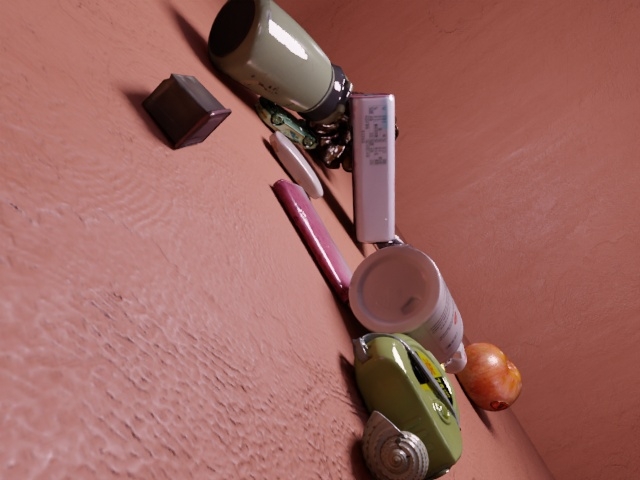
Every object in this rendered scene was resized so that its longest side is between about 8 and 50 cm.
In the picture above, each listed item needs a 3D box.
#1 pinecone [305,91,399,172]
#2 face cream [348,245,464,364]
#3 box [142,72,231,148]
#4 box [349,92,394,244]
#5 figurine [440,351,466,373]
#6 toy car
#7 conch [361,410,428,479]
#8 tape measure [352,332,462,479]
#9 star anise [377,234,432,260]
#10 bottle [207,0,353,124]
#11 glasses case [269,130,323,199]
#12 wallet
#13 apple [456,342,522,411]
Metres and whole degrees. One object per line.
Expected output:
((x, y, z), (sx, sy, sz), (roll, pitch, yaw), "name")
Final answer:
((0.086, -0.330, 1.349), (0.296, 0.298, 0.242), (-51, 152, -67), "pinecone")
((0.180, 0.153, 0.794), (0.370, 0.145, 0.145), (50, 13, -52), "face cream")
((-0.150, -0.148, 0.499), (0.063, 0.060, 0.085), (49, 15, -12), "box")
((0.128, -0.183, 1.133), (0.190, 0.112, 0.370), (-83, 172, -71), "box")
((0.271, 0.258, 1.040), (0.129, 0.109, 0.178), (26, 22, -12), "figurine")
((-0.078, -0.267, 1.040), (0.186, 0.058, 0.093), (25, 31, -44), "toy car")
((0.069, 0.214, 0.446), (0.076, 0.056, 0.085), (44, -23, 22), "conch")
((0.112, 0.196, 0.568), (0.154, 0.087, 0.177), (8, 47, -57), "tape measure")
((0.272, 0.070, 1.401), (0.283, 0.129, 0.212), (45, 9, -13), "star anise")
((-0.065, -0.367, 0.955), (0.347, 0.168, 0.168), (18, 39, -52), "bottle")
((-0.049, -0.154, 0.912), (0.164, 0.041, 0.063), (50, 13, -25), "glasses case")
((0.000, 0.000, 0.762), (0.232, 0.025, 0.119), (60, 13, 10), "wallet")
((0.512, 0.414, 1.346), (0.209, 0.164, 0.209), (50, 15, -19), "apple")
